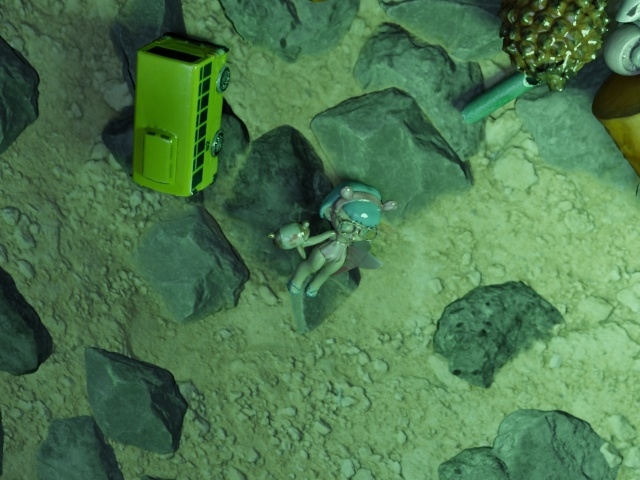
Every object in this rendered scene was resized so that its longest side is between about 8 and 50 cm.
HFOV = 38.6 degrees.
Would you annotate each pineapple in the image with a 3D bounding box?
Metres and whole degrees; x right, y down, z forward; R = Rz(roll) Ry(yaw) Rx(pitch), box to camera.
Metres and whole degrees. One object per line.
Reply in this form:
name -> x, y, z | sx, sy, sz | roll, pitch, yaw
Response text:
pineapple -> 0.332, -0.301, 1.300 | 0.166, 0.166, 0.193 | -6, 75, 22

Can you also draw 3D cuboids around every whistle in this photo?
whistle -> 0.303, -0.242, 1.431 | 0.186, 0.039, 0.039 | -30, 102, 29

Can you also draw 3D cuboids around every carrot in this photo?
carrot -> 0.538, -0.146, 1.326 | 0.196, 0.196, 0.254 | -28, 112, 28

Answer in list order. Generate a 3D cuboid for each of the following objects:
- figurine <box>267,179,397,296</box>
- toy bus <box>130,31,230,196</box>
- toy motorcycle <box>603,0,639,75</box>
figurine -> 0.005, -0.007, 1.604 | 0.205, 0.103, 0.260 | 20, 127, -20
toy bus -> -0.246, -0.208, 1.576 | 0.128, 0.150, 0.262 | 16, 119, 13
toy motorcycle -> 0.479, -0.346, 1.262 | 0.112, 0.112, 0.254 | 35, 106, 1
